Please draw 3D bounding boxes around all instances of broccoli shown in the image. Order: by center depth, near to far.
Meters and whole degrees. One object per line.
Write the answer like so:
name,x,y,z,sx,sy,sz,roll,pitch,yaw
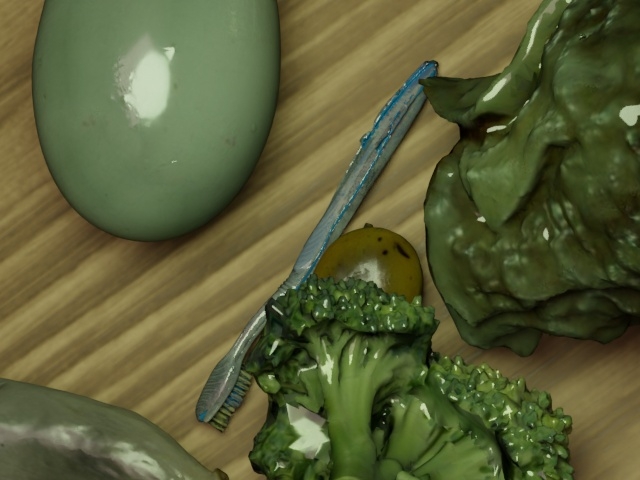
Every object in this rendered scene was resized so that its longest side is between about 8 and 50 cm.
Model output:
broccoli,0.090,0.189,1.440,0.249,0.302,0.375,-23,88,-14

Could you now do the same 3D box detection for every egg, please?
egg,-0.149,-0.181,1.576,0.230,0.230,0.371,3,76,11

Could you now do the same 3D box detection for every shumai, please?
shumai,0.248,-0.034,1.446,0.348,0.395,0.395,-28,76,27

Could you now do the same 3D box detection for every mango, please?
mango,0.034,0.065,1.581,0.103,0.076,0.161,23,93,7

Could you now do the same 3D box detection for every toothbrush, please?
toothbrush,0.000,0.000,1.617,0.035,0.042,0.413,27,84,50

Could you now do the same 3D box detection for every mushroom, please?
mushroom,-0.257,0.195,1.599,0.351,0.097,0.109,12,83,9
